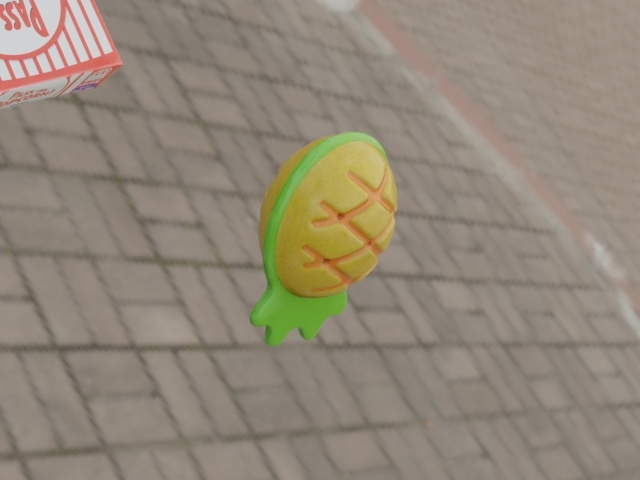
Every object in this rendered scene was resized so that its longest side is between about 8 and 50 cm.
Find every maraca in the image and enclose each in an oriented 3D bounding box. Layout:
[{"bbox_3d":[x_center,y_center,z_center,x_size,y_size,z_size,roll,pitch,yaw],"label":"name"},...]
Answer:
[{"bbox_3d":[0.000,0.000,1.230,0.127,0.185,0.099,-4,29,-44],"label":"maraca"}]

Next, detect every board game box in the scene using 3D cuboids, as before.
[{"bbox_3d":[-0.241,-0.184,1.071,0.147,0.045,0.193,-21,84,-41],"label":"board game box"}]
